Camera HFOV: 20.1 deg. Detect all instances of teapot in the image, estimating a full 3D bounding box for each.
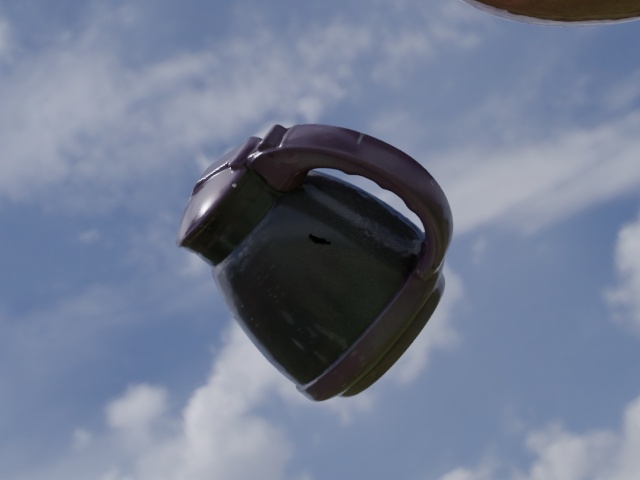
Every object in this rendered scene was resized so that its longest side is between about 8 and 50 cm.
[{"bbox_3d":[-0.006,0.008,0.998,0.116,0.146,0.148,-53,8,-19],"label":"teapot"}]

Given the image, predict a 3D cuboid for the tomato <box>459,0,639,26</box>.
[{"bbox_3d":[0.169,-0.290,1.184,0.322,0.321,0.321,-21,-28,-12],"label":"tomato"}]
